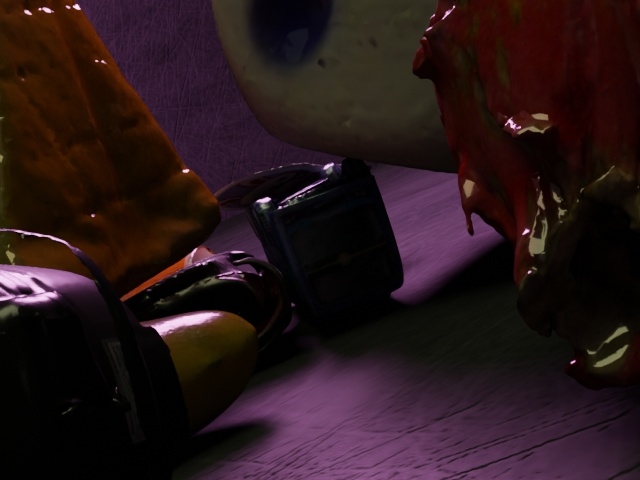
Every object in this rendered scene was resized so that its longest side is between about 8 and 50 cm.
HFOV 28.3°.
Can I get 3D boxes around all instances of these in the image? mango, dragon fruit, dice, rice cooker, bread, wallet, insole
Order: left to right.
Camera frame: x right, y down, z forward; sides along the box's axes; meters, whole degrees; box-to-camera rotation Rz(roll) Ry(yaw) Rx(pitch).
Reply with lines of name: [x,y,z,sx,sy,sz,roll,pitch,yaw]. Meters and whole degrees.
bread: [-0.271,-0.081,0.798,0.233,0.361,0.245,-31,0,29]
rice cooker: [-0.138,0.075,0.438,0.203,0.142,0.118,-16,-5,23]
wallet: [-0.147,0.081,0.843,0.262,0.071,0.221,-29,6,-5]
mango: [-0.105,0.078,0.620,0.161,0.076,0.103,-20,0,-18]
insole: [-0.019,-0.042,0.955,0.065,0.004,0.197,-34,-12,31]
dice: [0.124,-0.201,0.825,0.277,0.304,0.304,11,10,33]
dragon fruit: [0.132,-0.064,0.452,0.268,0.205,0.210,-55,-11,-40]

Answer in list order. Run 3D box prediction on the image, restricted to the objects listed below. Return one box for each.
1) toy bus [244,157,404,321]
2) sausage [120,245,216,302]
toy bus: [0.003,0.001,0.876,0.079,0.094,0.236,-27,4,-5]
sausage: [-0.184,0.073,1.030,0.234,0.071,0.071,-19,5,19]
